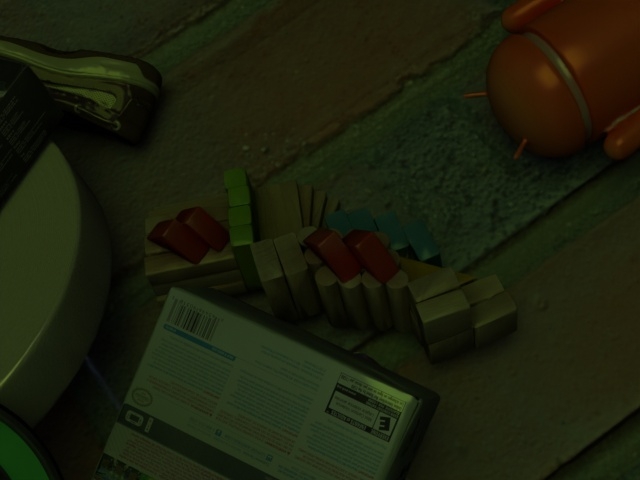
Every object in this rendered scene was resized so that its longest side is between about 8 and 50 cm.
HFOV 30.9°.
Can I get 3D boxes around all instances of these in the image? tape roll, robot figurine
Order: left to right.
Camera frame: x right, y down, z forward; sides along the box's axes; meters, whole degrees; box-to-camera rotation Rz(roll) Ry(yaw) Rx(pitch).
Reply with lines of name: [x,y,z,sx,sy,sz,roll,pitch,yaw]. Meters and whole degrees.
tape roll: [-0.378,0.052,1.046,0.392,0.072,0.392,-10,54,14]
robot figurine: [0.244,-0.161,1.059,0.219,0.128,0.158,-32,104,-4]

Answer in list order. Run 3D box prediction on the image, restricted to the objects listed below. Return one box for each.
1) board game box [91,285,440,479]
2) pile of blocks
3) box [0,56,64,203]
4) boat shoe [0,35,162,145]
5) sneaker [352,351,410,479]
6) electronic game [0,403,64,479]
board game box: [-0.068,0.219,0.945,0.224,0.097,0.303,24,92,15]
pile of blocks: [0.000,0.000,1.029,0.362,0.113,0.149,11,62,15]
box: [-0.410,-0.041,1.027,0.242,0.076,0.307,16,63,30]
boat shoe: [-0.291,-0.143,1.150,0.257,0.095,0.095,7,78,11]
sneaker: [0.037,0.179,1.000,0.068,0.071,0.170,-12,70,4]
electronic game: [-0.305,0.222,0.881,0.229,0.048,0.229,0,92,-4]
